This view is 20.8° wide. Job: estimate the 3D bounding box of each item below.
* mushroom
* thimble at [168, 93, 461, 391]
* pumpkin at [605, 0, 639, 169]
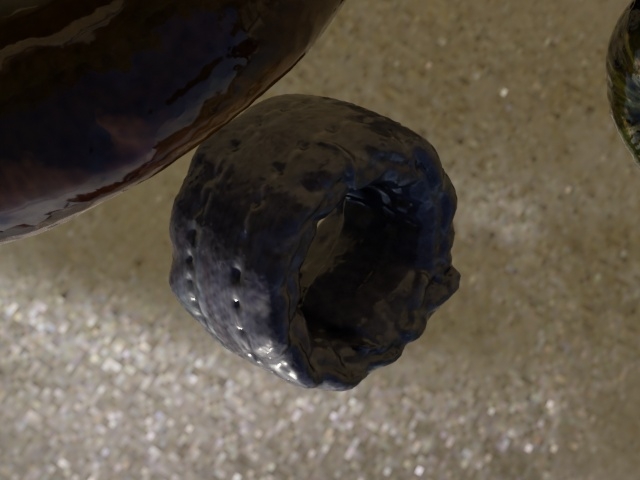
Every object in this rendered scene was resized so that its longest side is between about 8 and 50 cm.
[{"bbox_3d":[-0.135,-0.114,0.648,0.254,0.267,0.267,25,150,-29],"label":"mushroom"},{"bbox_3d":[-0.002,0.001,0.927,0.098,0.150,0.150,25,148,44],"label":"thimble"},{"bbox_3d":[0.344,-0.131,1.494,0.224,0.157,0.224,47,157,28],"label":"pumpkin"}]
